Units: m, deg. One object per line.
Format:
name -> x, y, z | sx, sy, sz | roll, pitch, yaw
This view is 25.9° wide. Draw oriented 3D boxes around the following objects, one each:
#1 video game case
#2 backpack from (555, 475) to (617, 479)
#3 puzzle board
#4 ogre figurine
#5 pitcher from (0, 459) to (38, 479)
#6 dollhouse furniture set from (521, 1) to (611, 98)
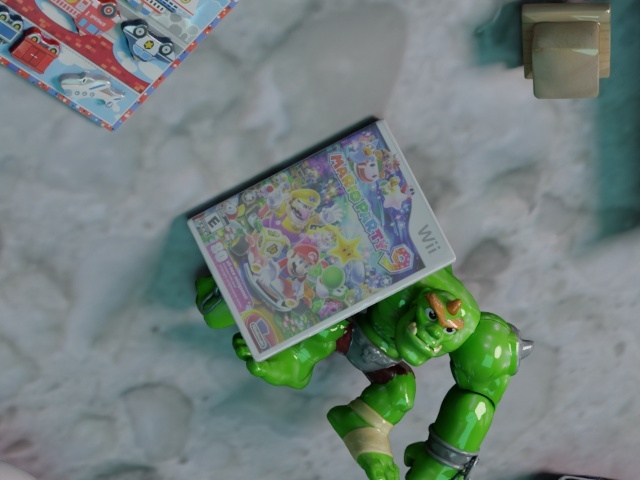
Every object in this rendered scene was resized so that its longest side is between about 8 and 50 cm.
video game case -> 0.000, 0.000, 0.752 | 0.122, 0.087, 0.011 | -27, 172, 3
backpack -> 0.269, 0.296, 1.010 | 0.253, 0.225, 0.191 | 7, 128, -24
puzzle board -> -0.113, -0.112, 0.652 | 0.096, 0.011, 0.128 | -43, 131, 17
ogre figurine -> 0.034, 0.057, 0.800 | 0.197, 0.097, 0.118 | 44, 100, 5
pitcher -> -0.219, 0.214, 0.833 | 0.177, 0.126, 0.207 | -10, 145, 7
dollhouse furniture set -> 0.304, -0.055, 0.841 | 0.355, 0.174, 0.303 | 2, 136, 10
